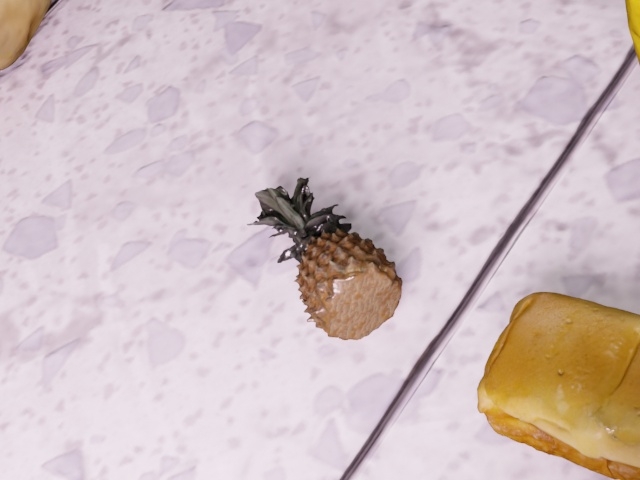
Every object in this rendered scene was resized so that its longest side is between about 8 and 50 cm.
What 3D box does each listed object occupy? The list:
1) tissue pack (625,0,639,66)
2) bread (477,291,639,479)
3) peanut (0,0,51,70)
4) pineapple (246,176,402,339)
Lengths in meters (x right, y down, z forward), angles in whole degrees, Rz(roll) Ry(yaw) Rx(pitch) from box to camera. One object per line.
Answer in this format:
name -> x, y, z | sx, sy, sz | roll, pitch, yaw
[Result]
tissue pack -> 0.244, -0.187, 0.580 | 0.134, 0.192, 0.271 | 7, 54, 29
bread -> 0.135, 0.069, 0.507 | 0.132, 0.053, 0.074 | 18, 61, 39
peanut -> -0.302, -0.278, 0.933 | 0.169, 0.192, 0.387 | -21, 45, 19
pineapple -> 0.000, 0.000, 0.635 | 0.058, 0.058, 0.124 | -31, 44, -2
